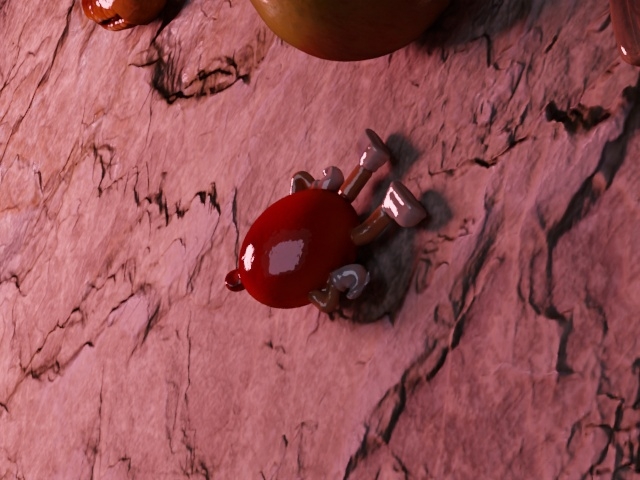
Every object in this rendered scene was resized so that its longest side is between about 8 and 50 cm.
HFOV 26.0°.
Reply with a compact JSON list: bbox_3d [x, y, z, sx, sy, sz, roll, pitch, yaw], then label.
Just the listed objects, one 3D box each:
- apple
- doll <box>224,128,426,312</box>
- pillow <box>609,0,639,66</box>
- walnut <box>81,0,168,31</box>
[{"bbox_3d":[0.036,-0.305,1.413,0.261,0.194,0.261,-30,54,52],"label":"apple"},{"bbox_3d":[0.000,0.000,1.400,0.217,0.085,0.183,-39,41,12],"label":"doll"},{"bbox_3d":[0.310,-0.233,1.112,0.211,0.034,0.135,-33,50,45],"label":"pillow"},{"bbox_3d":[-0.285,-0.359,2.008,0.207,0.115,0.116,10,81,58],"label":"walnut"}]
